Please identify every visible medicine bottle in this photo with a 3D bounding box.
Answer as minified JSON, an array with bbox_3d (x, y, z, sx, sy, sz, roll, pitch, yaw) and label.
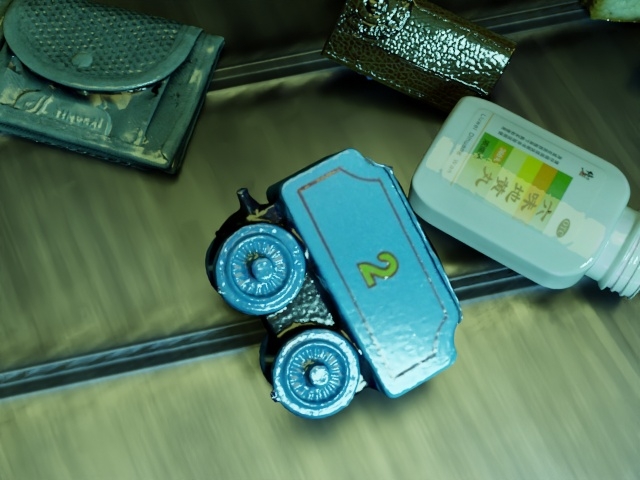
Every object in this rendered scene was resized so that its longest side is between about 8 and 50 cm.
[{"bbox_3d":[0.290,-0.047,1.246,0.324,0.124,0.179,31,73,9],"label":"medicine bottle"}]

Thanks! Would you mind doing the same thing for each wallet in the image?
[{"bbox_3d":[-0.333,-0.242,1.343,0.342,0.075,0.237,15,69,6],"label":"wallet"},{"bbox_3d":[0.136,-0.264,1.299,0.243,0.039,0.133,24,112,-8],"label":"wallet"}]

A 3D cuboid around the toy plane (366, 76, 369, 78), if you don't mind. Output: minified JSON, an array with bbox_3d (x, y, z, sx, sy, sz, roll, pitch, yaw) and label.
[{"bbox_3d":[0.125,-0.263,1.362,0.167,0.054,0.062,-2,45,0],"label":"toy plane"}]

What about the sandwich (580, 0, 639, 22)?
[{"bbox_3d":[0.547,-0.409,1.295,0.325,0.262,0.131,5,69,2],"label":"sandwich"}]

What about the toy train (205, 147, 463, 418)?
[{"bbox_3d":[0.012,0.048,1.148,0.265,0.188,0.300,-29,96,-8],"label":"toy train"}]
